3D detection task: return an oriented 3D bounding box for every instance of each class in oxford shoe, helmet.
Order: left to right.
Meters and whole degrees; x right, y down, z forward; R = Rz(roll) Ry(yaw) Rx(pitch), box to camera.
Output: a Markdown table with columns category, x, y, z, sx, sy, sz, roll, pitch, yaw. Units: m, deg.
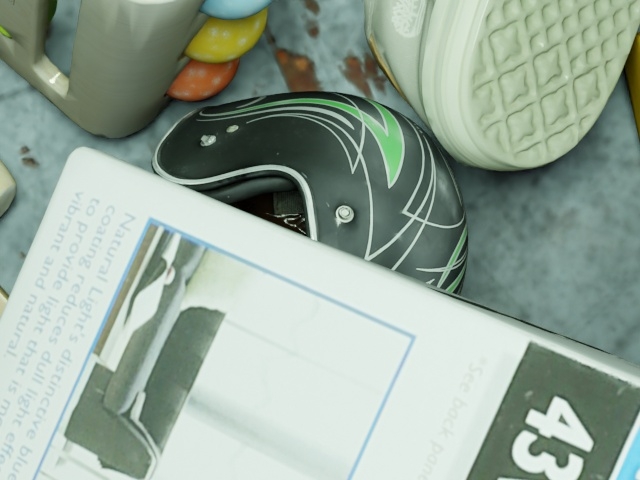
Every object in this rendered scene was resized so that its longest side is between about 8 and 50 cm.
| category | x | y | z | sx | sy | sz | roll | pitch | yaw |
| --- | --- | --- | --- | --- | --- | --- | --- | --- | --- |
| helmet | 0.000 | 0.000 | 0.918 | 0.161 | 0.169 | 0.169 | 11 | 92 | 21 |
| oxford shoe | 0.143 | -0.255 | 0.935 | 0.169 | 0.130 | 0.449 | 25 | 88 | -37 |

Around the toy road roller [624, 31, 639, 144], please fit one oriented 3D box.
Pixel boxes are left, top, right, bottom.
| category | x | y | z | sx | sy | sz | roll | pitch | yaw |
| --- | --- | --- | --- | --- | --- | --- | --- | --- | --- |
| toy road roller | 0.300 | 0.003 | 0.889 | 0.202 | 0.240 | 0.330 | -13 | 92 | 0 |

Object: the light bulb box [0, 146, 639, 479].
| category | x | y | z | sx | sy | sz | roll | pitch | yaw |
| --- | --- | --- | --- | --- | --- | --- | --- | --- | --- |
| light bulb box | 0.094 | 0.156 | 0.661 | 0.361 | 0.358 | 0.225 | 23 | 90 | 34 |

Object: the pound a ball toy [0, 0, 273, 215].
| category | x | y | z | sx | sy | sz | roll | pitch | yaw |
| --- | --- | --- | --- | --- | --- | --- | --- | --- | --- |
| pound a ball toy | -0.113 | -0.106 | 0.867 | 0.135 | 0.319 | 0.208 | 39 | 76 | -2 |

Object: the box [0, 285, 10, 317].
| category | x | y | z | sx | sy | sz | roll | pitch | yaw |
| --- | --- | --- | --- | --- | --- | --- | --- | --- | --- |
| box | -0.239 | 0.086 | 0.996 | 0.164 | 0.021 | 0.201 | -42 | 92 | 1 |
